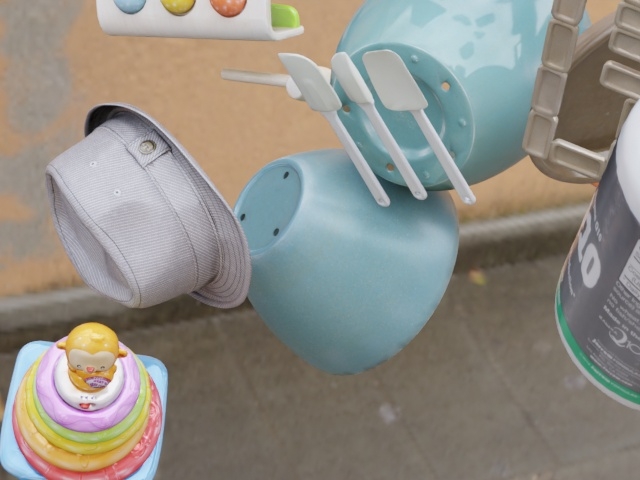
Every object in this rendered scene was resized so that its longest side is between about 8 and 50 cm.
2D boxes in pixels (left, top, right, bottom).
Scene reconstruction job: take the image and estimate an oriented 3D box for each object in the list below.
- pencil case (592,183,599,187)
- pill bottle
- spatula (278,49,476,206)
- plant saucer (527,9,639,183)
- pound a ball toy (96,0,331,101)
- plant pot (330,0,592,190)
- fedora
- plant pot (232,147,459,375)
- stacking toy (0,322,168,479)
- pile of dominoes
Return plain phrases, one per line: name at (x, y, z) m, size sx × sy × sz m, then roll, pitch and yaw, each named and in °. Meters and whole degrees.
pencil case at (0.399, -0.171, 1.870) m, size 0.104 × 0.236 × 0.104 m, roll 18°, pitch 40°, yaw -16°
pill bottle at (0.327, -0.016, 1.230) m, size 0.204 × 0.361 × 0.204 m, roll 3°, pitch 58°, yaw -4°
spatula at (0.070, -0.118, 1.645) m, size 0.168 × 0.242 × 0.019 m, roll 0°, pitch 47°, yaw 38°
plant saucer at (0.338, -0.165, 1.581) m, size 0.278 × 0.278 × 0.041 m, roll -9°, pitch 54°, yaw -24°
pound a ball toy at (-0.145, -0.294, 2.006) m, size 0.319 × 0.208 × 0.136 m, roll 7°, pitch 17°, yaw 29°
plant pot at (0.148, -0.193, 1.771) m, size 0.293 × 0.293 × 0.235 m, roll 28°, pitch 39°, yaw 16°
fedora at (-0.209, -0.017, 1.636) m, size 0.124 × 0.243 × 0.275 m, roll -32°, pitch 71°, yaw -27°
plant pot at (0.000, 0.000, 1.875) m, size 0.195 × 0.290 × 0.290 m, roll 30°, pitch 29°, yaw -36°
stacking toy at (-0.236, 0.151, 1.534) m, size 0.175 × 0.302 × 0.165 m, roll 9°, pitch 67°, yaw -8°
pile of dominoes at (0.304, -0.148, 1.410) m, size 0.196 × 0.251 × 0.040 m, roll 24°, pitch 51°, yaw 16°
